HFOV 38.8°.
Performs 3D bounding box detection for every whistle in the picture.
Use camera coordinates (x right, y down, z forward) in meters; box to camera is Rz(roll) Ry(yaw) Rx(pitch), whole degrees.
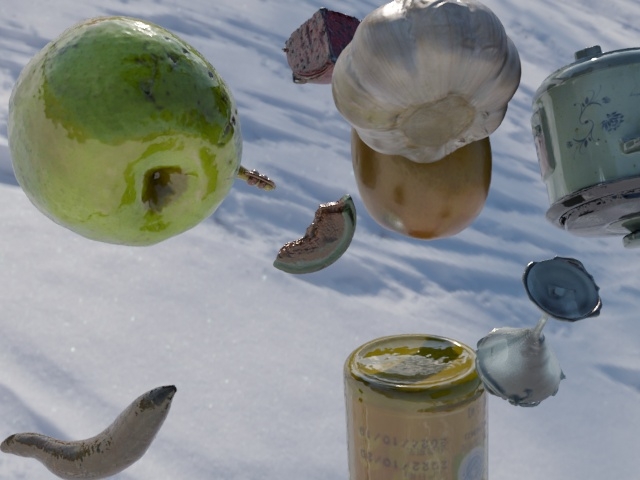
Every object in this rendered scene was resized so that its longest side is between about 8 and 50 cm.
[{"bbox_3d":[-0.133,-0.129,1.774,0.109,0.057,0.046,21,55,-14],"label":"whistle"}]

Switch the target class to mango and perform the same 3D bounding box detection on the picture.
[{"bbox_3d":[0.137,-0.152,1.299,0.173,0.211,0.317,2,74,-34],"label":"mango"}]

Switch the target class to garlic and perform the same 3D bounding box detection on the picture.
[{"bbox_3d":[0.121,-0.197,1.062,0.228,0.228,0.152,4,49,-31],"label":"garlic"}]

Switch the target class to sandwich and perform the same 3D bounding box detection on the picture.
[{"bbox_3d":[0.002,0.000,1.179,0.067,0.135,0.029,40,15,-15],"label":"sandwich"}]

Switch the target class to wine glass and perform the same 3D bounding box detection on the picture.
[{"bbox_3d":[0.265,0.106,1.096,0.122,0.183,0.122,6,50,-7],"label":"wine glass"}]

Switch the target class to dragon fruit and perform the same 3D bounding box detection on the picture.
[{"bbox_3d":[0.035,-0.298,1.503,0.161,0.127,0.120,5,67,-32],"label":"dragon fruit"}]

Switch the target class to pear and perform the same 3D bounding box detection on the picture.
[{"bbox_3d":[-0.324,-0.186,1.471,0.391,0.391,0.391,17,27,-9],"label":"pear"}]

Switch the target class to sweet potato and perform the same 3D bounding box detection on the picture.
[{"bbox_3d":[-0.345,0.313,1.398,0.079,0.346,0.108,3,69,-68],"label":"sweet potato"}]

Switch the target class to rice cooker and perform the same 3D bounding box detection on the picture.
[{"bbox_3d":[0.464,-0.133,1.401,0.264,0.317,0.317,-7,31,-2],"label":"rice cooker"}]

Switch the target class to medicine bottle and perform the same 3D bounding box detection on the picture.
[{"bbox_3d":[0.151,0.359,1.426,0.224,0.384,0.224,-2,17,1],"label":"medicine bottle"}]
